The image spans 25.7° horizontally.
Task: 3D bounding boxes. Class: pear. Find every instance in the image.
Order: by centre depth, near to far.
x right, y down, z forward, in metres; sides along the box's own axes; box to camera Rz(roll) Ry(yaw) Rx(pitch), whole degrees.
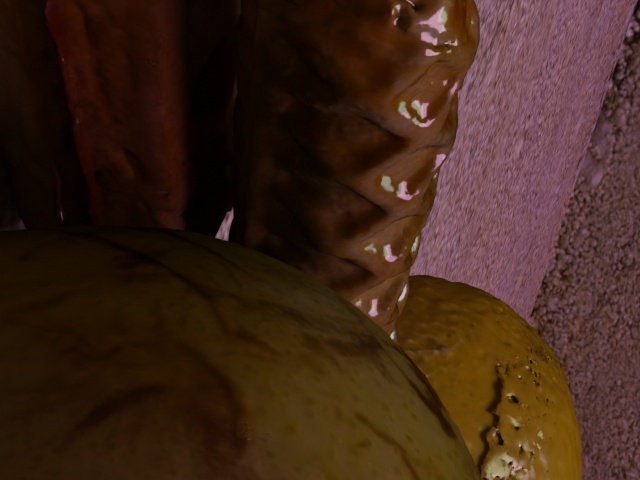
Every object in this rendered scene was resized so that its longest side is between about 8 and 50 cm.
[{"bbox_3d":[-0.076,0.126,0.469,0.283,0.283,0.284,21,90,-75],"label":"pear"}]

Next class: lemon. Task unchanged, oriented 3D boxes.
[{"bbox_3d":[0.047,0.164,0.958,0.258,0.257,0.310,93,21,-48],"label":"lemon"}]

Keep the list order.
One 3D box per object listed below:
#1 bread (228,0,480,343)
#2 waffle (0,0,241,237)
[{"bbox_3d":[0.001,0.000,0.568,0.368,0.077,0.084,97,-11,-59],"label":"bread"},{"bbox_3d":[-0.046,-0.151,0.519,0.224,0.098,0.328,-56,160,-34],"label":"waffle"}]
